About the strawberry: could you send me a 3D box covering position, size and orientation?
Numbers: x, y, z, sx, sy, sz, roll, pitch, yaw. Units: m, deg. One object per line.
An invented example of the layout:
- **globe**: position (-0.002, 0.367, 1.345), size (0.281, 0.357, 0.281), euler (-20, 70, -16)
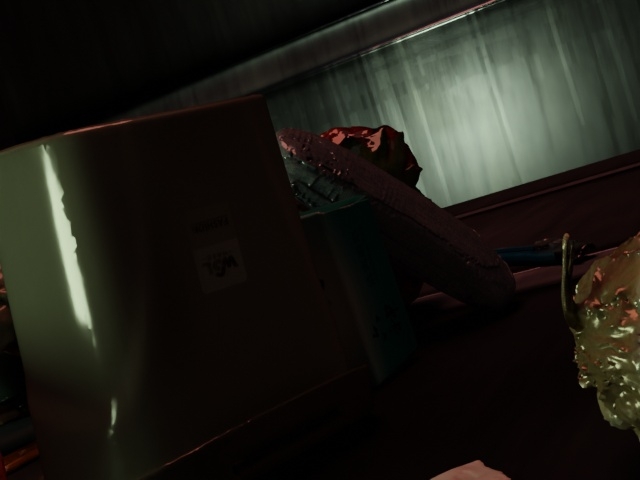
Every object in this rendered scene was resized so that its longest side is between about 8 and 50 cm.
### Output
- **strawberry**: position (0.000, 0.000, 1.059), size (0.250, 0.239, 0.288), euler (-15, -13, -46)

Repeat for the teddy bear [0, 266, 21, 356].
- **teddy bear**: position (-0.361, 0.076, 1.025), size (0.367, 0.225, 0.357), euler (-5, 3, -13)

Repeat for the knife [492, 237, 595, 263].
- **knife**: position (0.259, 0.017, 1.141), size (0.044, 0.026, 0.296), euler (-31, 7, -17)

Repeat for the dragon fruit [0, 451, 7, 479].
- **dragon fruit**: position (-0.312, 0.170, 0.602), size (0.189, 0.163, 0.261), euler (11, 0, -12)

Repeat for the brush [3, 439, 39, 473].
- **brush**: position (-0.253, 0.195, 0.981), size (0.090, 0.017, 0.314), euler (-16, 4, 28)

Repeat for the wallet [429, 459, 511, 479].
- **wallet**: position (0.047, 0.125, 0.419), size (0.083, 0.011, 0.044), euler (-19, 2, -10)

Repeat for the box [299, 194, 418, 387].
- **box**: position (-0.056, 0.066, 0.799), size (0.244, 0.153, 0.092), euler (-17, 3, 30)

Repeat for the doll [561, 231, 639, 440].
- **doll**: position (0.199, 0.034, 0.342), size (0.221, 0.105, 0.115), euler (-5, -31, 45)

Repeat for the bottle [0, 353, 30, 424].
- **bottle**: position (-0.469, 0.192, 1.223), size (0.156, 0.143, 0.271), euler (33, -33, -29)

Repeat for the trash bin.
- **trash bin**: position (-0.107, 0.043, 0.616), size (0.219, 0.250, 0.219), euler (-20, 9, -41)

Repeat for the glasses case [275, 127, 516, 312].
- **glasses case**: position (0.070, -0.021, 0.863), size (0.067, 0.282, 0.109), euler (-53, 13, 19)
